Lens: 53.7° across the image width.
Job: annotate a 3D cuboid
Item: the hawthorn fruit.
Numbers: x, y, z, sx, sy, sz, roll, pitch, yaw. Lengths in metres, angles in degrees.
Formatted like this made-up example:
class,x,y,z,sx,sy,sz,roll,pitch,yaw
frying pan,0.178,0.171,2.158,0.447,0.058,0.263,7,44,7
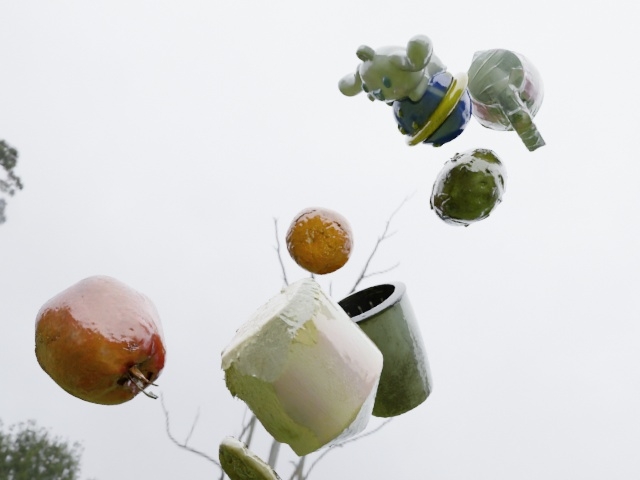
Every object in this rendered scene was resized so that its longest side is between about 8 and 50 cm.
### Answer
class,x,y,z,sx,sy,sz,roll,pitch,yaw
hawthorn fruit,-0.352,0.183,1.053,0.299,0.211,0.211,34,-23,43

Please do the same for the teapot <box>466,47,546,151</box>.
class,x,y,z,sx,sy,sz,roll,pitch,yaw
teapot,0.383,-0.300,1.343,0.163,0.222,0.178,-4,-7,27

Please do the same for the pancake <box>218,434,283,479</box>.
class,x,y,z,sx,sy,sz,roll,pitch,yaw
pancake,-0.170,0.607,1.596,0.282,0.049,0.283,30,-43,32

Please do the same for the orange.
class,x,y,z,sx,sy,sz,roll,pitch,yaw
orange,0.000,0.000,1.728,0.193,0.194,0.161,5,-8,7

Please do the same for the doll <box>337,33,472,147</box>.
class,x,y,z,sx,sy,sz,roll,pitch,yaw
doll,0.185,-0.288,1.138,0.242,0.159,0.311,46,-9,-2

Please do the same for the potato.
class,x,y,z,sx,sy,sz,roll,pitch,yaw
potato,0.309,-0.111,1.328,0.176,0.298,0.141,-42,-94,9

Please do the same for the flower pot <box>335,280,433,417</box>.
class,x,y,z,sx,sy,sz,roll,pitch,yaw
flower pot,0.173,0.325,1.864,0.293,0.293,0.330,-17,-77,29

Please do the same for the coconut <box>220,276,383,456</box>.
class,x,y,z,sx,sy,sz,roll,pitch,yaw
coconut,-0.024,0.266,1.258,0.297,0.297,0.310,-34,-80,39
